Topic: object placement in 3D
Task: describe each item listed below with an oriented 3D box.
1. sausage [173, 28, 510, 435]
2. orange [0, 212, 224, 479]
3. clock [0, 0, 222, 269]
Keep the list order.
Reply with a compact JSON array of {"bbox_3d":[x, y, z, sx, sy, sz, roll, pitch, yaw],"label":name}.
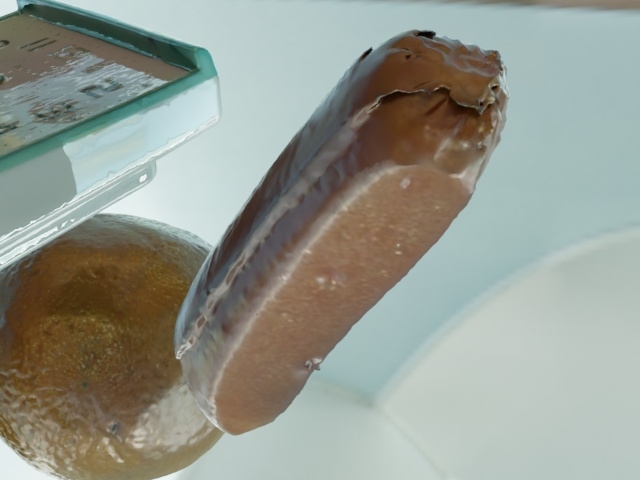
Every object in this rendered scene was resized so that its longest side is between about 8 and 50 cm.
[{"bbox_3d":[0.000,0.000,0.905,0.102,0.330,0.102,15,-129,-20],"label":"sausage"},{"bbox_3d":[-0.180,0.091,1.457,0.264,0.264,0.264,-6,-145,4],"label":"orange"},{"bbox_3d":[-0.227,-0.074,1.155,0.231,0.116,0.262,-28,-148,-30],"label":"clock"}]
